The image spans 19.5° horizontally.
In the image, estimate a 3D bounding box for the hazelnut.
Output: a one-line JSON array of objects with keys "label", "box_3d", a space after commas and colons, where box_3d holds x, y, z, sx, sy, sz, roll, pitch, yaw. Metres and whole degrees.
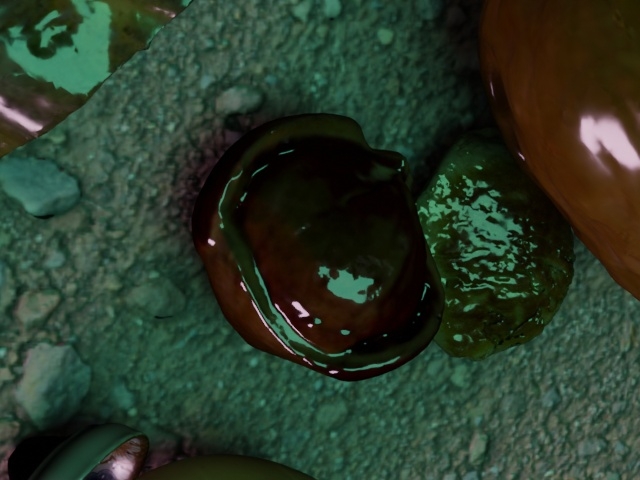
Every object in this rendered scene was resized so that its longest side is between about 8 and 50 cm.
[{"label": "hazelnut", "box_3d": [-0.005, 0.006, 1.383, 0.202, 0.160, 0.170, 56, 42, -30]}]

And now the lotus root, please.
[{"label": "lotus root", "box_3d": [-0.213, -0.216, 1.164, 0.267, 0.149, 0.260, -38, 115, 12]}]

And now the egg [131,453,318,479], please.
[{"label": "egg", "box_3d": [-0.073, 0.261, 1.407, 0.244, 0.201, 0.201, 26, 92, -34]}]

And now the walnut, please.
[{"label": "walnut", "box_3d": [0.285, -0.129, 1.401, 0.308, 0.354, 0.398, -32, 122, 12]}]

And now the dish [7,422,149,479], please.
[{"label": "dish", "box_3d": [-0.201, 0.179, 1.390, 0.141, 0.078, 0.141, -50, 166, -17]}]

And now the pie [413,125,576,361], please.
[{"label": "pie", "box_3d": [0.135, 0.006, 1.515, 0.163, 0.079, 0.193, -12, 110, -21]}]
